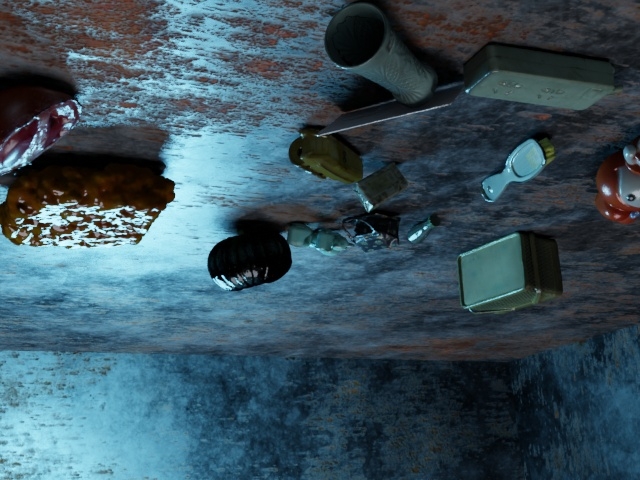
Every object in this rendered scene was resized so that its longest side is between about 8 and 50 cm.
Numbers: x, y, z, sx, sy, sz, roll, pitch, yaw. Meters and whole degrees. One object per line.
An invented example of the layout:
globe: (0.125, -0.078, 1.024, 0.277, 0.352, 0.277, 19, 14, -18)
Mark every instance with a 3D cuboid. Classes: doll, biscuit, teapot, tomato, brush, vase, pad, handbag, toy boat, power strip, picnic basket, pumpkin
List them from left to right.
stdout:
tomato: (-0.471, -0.188, 1.466, 0.173, 0.099, 0.189, -44, 179, 43)
biscuit: (-0.460, -0.066, 1.834, 0.318, 0.110, 0.312, 3, 164, -22)
pumpkin: (-0.167, 0.042, 2.199, 0.202, 0.140, 0.202, -12, 176, -1)
doll: (0.000, 0.000, 2.210, 0.159, 0.059, 0.158, 8, 176, 45)
toy boat: (0.011, -0.150, 1.748, 0.088, 0.068, 0.226, -7, 167, 24)
handbag: (0.103, -0.027, 2.156, 0.115, 0.072, 0.139, -13, 157, 41)
vase: (0.098, -0.260, 1.365, 0.096, 0.096, 0.219, -13, 164, 26)
pad: (0.117, -0.211, 1.514, 0.232, 0.004, 0.156, -11, -163, 23)
teapot: (0.249, -0.029, 2.234, 0.042, 0.043, 0.110, 3, 160, -21)
picnic basket: (0.492, 0.092, 2.469, 0.139, 0.165, 0.266, 10, 158, -34)
brush: (0.401, -0.143, 1.882, 0.060, 0.068, 0.297, -22, 172, -17)
power strip: (0.371, -0.256, 1.498, 0.288, 0.053, 0.093, 4, 161, -21)
doll: (0.629, -0.120, 1.866, 0.161, 0.130, 0.290, -7, 149, -12)

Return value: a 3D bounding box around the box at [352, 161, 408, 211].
box: (0.119, -0.106, 1.857, 0.098, 0.062, 0.045, -29, 170, -19)
